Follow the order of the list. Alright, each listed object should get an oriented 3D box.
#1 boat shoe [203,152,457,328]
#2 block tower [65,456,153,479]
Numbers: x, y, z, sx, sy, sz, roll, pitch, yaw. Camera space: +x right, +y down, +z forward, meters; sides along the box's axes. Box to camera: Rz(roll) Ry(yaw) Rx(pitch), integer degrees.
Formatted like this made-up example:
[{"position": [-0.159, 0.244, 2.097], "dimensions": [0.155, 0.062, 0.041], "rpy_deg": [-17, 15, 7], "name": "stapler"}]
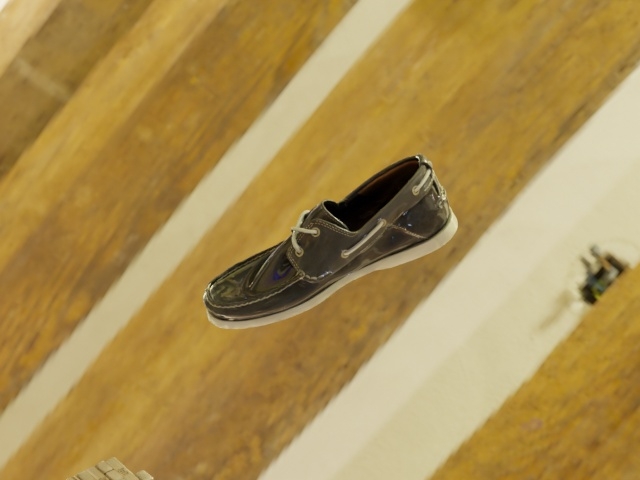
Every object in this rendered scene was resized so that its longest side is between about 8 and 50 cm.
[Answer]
[{"position": [0.000, 0.000, 1.106], "dimensions": [0.233, 0.079, 0.084], "rpy_deg": [-25, -143, -2], "name": "boat shoe"}, {"position": [-0.402, 0.429, 1.863], "dimensions": [0.335, 0.091, 0.097], "rpy_deg": [-21, -147, -34], "name": "block tower"}]
